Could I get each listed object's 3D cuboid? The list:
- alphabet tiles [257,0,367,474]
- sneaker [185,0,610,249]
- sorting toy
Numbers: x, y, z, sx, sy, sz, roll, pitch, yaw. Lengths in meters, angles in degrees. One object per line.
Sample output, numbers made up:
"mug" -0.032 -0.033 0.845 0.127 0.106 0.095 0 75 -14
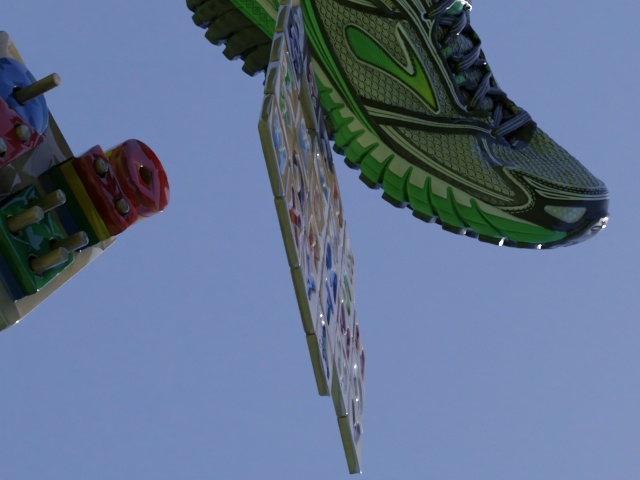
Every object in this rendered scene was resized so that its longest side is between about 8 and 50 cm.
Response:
"alphabet tiles" 0.000 0.000 1.080 0.009 0.237 0.198 -9 -152 8
"sneaker" 0.063 -0.120 1.332 0.343 0.134 0.146 42 -69 16
"sorting toy" -0.157 -0.036 1.004 0.046 0.274 0.132 -23 -79 26
